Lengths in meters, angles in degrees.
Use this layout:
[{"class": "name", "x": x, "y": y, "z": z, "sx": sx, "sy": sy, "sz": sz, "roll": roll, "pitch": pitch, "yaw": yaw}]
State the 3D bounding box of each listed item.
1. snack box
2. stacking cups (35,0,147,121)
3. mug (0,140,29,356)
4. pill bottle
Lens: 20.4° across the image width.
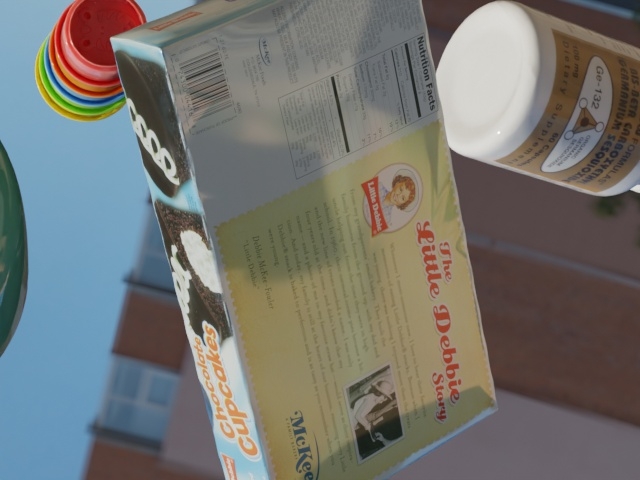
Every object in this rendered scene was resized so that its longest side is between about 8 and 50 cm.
[{"class": "snack box", "x": 0.000, "y": 0.000, "z": 1.085, "sx": 0.187, "sy": 0.322, "sz": 0.060, "roll": -26, "pitch": -154, "yaw": -31}, {"class": "stacking cups", "x": -0.181, "y": -0.157, "z": 1.490, "sx": 0.096, "sy": 0.096, "sz": 0.316, "roll": 12, "pitch": 177, "yaw": -13}, {"class": "mug", "x": -0.189, "y": -0.008, "z": 0.670, "sx": 0.158, "sy": 0.129, "sz": 0.097, "roll": 17, "pitch": 157, "yaw": -1}, {"class": "pill bottle", "x": 0.219, "y": -0.107, "z": 1.481, "sx": 0.229, "sy": 0.131, "sz": 0.131, "roll": 14, "pitch": -169, "yaw": -33}]
